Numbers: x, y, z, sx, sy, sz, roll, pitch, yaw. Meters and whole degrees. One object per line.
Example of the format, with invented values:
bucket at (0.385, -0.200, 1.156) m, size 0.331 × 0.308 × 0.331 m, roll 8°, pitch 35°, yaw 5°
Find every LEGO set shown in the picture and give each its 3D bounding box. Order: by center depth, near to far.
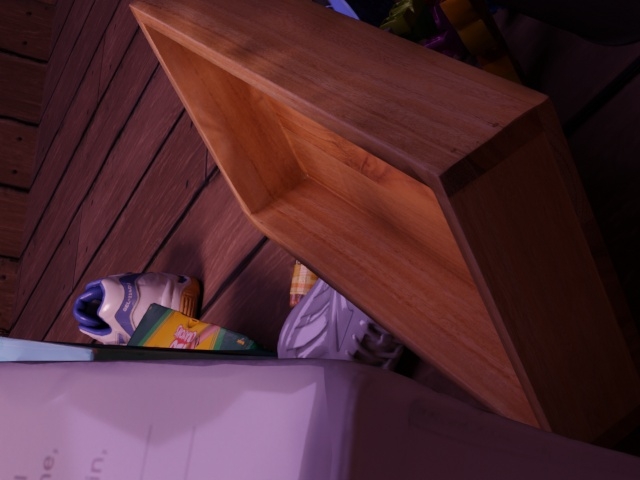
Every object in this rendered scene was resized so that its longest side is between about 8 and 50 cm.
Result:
LEGO set at (0.100, -0.135, 0.922) m, size 0.087 × 0.093 × 0.227 m, roll -23°, pitch 17°, yaw 24°

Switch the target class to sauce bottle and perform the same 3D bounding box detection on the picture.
sauce bottle at (0.000, 0.000, 1.172) m, size 0.042 × 0.042 × 0.128 m, roll 161°, pitch 118°, yaw -67°

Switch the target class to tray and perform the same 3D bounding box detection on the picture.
tray at (0.026, -0.040, 0.807) m, size 0.076 × 0.202 × 0.411 m, roll -35°, pitch 32°, yaw -11°

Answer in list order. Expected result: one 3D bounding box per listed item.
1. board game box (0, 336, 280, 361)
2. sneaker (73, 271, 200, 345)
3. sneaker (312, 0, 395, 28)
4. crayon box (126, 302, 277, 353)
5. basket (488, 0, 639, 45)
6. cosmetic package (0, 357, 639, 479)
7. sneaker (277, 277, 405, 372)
board game box at (-0.111, 0.205, 0.959) m, size 0.079 × 0.336 × 0.253 m, roll 4°, pitch 86°, yaw 25°
sneaker at (-0.252, 0.087, 1.667) m, size 0.296 × 0.131 × 0.111 m, roll 147°, pitch 131°, yaw -64°
sneaker at (0.025, -0.165, 1.148) m, size 0.090 × 0.081 × 0.232 m, roll -59°, pitch 27°, yaw 25°
crayon box at (-0.129, 0.163, 1.261) m, size 0.165 × 0.081 × 0.278 m, roll -61°, pitch 24°, yaw -9°
basket at (0.096, -0.219, 0.780) m, size 0.204 × 0.227 × 0.154 m, roll -147°, pitch 71°, yaw -68°
cosmetic package at (-0.060, 0.237, 0.579) m, size 0.394 × 0.329 × 0.327 m, roll -4°, pitch 72°, yaw 39°
sneaker at (0.036, 0.056, 0.982) m, size 0.115 × 0.090 × 0.232 m, roll 25°, pitch 102°, yaw 66°
